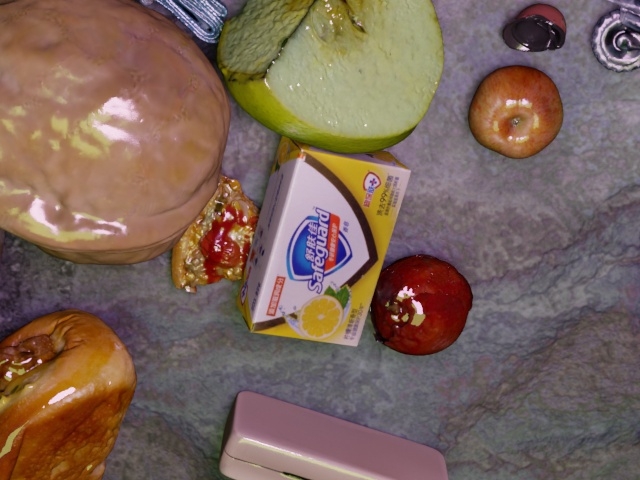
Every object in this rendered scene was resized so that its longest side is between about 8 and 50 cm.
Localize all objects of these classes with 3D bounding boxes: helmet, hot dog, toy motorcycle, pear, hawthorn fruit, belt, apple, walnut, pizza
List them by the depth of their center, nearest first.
[{"bbox_3d":[-0.294,-0.139,1.379,0.381,0.381,0.381,0,112,0],"label":"walnut"},{"bbox_3d":[0.027,-0.230,1.415,0.292,0.159,0.292,-2,94,-33],"label":"pear"},{"bbox_3d":[0.489,-0.280,1.432,0.270,0.106,0.159,9,108,8],"label":"toy motorcycle"},{"bbox_3d":[-0.193,-0.315,1.446,0.100,0.065,0.179,-43,105,5],"label":"belt"},{"bbox_3d":[0.281,-0.282,1.461,0.084,0.049,0.065,4,149,26],"label":"helmet"},{"bbox_3d":[0.260,-0.168,1.477,0.126,0.102,0.126,1,113,1],"label":"apple"},{"bbox_3d":[0.127,0.092,1.549,0.148,0.172,0.148,3,96,24],"label":"hawthorn fruit"},{"bbox_3d":[-0.106,0.011,1.576,0.199,0.062,0.188,16,113,-8],"label":"pizza"},{"bbox_3d":[-0.424,0.292,1.586,0.223,0.185,0.405,1,119,-44],"label":"hot dog"}]

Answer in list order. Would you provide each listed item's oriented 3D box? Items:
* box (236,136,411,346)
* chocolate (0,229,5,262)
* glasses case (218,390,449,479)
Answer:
[{"bbox_3d":[0.000,0.000,1.515,0.168,0.097,0.265,11,106,-23],"label":"box"},{"bbox_3d":[-0.505,0.100,1.515,0.185,0.303,0.100,-17,147,19],"label":"chocolate"},{"bbox_3d":[0.022,0.327,1.658,0.336,0.144,0.076,19,110,-6],"label":"glasses case"}]
